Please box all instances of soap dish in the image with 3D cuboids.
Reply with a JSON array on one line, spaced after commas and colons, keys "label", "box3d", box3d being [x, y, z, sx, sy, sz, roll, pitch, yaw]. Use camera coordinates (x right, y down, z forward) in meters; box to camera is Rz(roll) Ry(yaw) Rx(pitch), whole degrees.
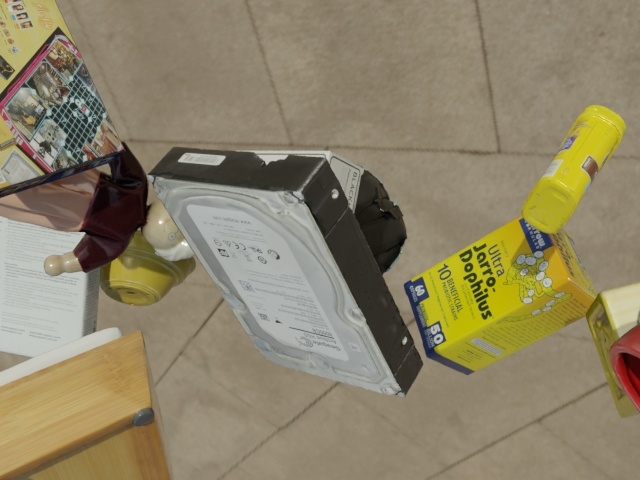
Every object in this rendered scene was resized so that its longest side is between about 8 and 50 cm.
[{"label": "soap dish", "box3d": [-0.282, 0.249, 0.957, 0.118, 0.228, 0.291, 52, 155, 35]}]

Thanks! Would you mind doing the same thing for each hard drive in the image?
[{"label": "hard drive", "box3d": [-0.036, 0.042, 0.992, 0.236, 0.064, 0.339, 9, 141, 37]}]

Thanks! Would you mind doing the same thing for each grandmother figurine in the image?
[{"label": "grandmother figurine", "box3d": [-0.301, -0.047, 1.084, 0.342, 0.104, 0.208, 16, 107, -29]}]

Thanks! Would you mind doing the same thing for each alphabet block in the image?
[{"label": "alphabet block", "box3d": [0.555, 0.161, 1.333, 0.197, 0.193, 0.193, -16, 160, 5]}]

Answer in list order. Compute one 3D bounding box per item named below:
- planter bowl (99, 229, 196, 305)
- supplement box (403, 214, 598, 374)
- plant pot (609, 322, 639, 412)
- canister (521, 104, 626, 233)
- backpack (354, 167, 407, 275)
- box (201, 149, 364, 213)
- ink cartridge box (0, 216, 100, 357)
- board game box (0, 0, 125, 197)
[{"label": "planter bowl", "box3d": [-0.351, 0.066, 1.594, 0.217, 0.090, 0.217, 6, 153, 3]}, {"label": "supplement box", "box3d": [0.397, 0.120, 1.857, 0.356, 0.194, 0.195, -33, 143, 24]}, {"label": "plant pot", "box3d": [0.419, 0.132, 0.840, 0.191, 0.174, 0.191, 55, 174, 8]}, {"label": "canister", "box3d": [0.376, -0.104, 1.256, 0.073, 0.170, 0.126, 33, 151, 11]}, {"label": "backpack", "box3d": [0.000, 0.000, 1.606, 0.290, 0.355, 0.273, 57, 154, 0]}, {"label": "box", "box3d": [-0.086, -0.051, 1.296, 0.289, 0.169, 0.087, 7, 171, 39]}, {"label": "ink cartridge box", "box3d": [-0.552, 0.038, 1.507, 0.324, 0.071, 0.330, 9, 99, 12]}, {"label": "board game box", "box3d": [-0.347, -0.181, 0.946, 0.042, 0.165, 0.243, -27, 88, 54]}]
